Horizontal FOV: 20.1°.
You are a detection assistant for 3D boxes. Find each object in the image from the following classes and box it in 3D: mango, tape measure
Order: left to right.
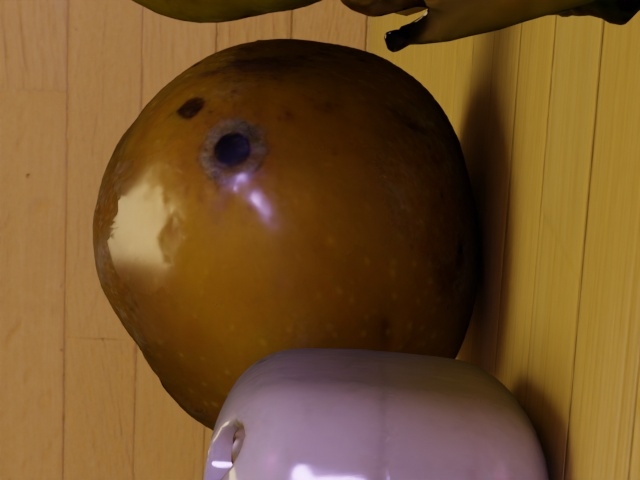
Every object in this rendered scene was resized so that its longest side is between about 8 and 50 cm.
[{"bbox_3d":[0.003,-0.007,0.862,0.176,0.176,0.329,-64,-11,19],"label":"mango"},{"bbox_3d":[0.007,0.169,0.640,0.258,0.130,0.265,84,-171,-80],"label":"tape measure"}]

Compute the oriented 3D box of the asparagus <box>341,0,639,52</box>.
[{"bbox_3d":[0.034,-0.208,0.457,0.108,0.128,0.382,-31,43,39],"label":"asparagus"}]

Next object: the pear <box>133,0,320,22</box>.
[{"bbox_3d":[-0.030,-0.250,0.788,0.253,0.253,0.307,97,-174,-79],"label":"pear"}]
